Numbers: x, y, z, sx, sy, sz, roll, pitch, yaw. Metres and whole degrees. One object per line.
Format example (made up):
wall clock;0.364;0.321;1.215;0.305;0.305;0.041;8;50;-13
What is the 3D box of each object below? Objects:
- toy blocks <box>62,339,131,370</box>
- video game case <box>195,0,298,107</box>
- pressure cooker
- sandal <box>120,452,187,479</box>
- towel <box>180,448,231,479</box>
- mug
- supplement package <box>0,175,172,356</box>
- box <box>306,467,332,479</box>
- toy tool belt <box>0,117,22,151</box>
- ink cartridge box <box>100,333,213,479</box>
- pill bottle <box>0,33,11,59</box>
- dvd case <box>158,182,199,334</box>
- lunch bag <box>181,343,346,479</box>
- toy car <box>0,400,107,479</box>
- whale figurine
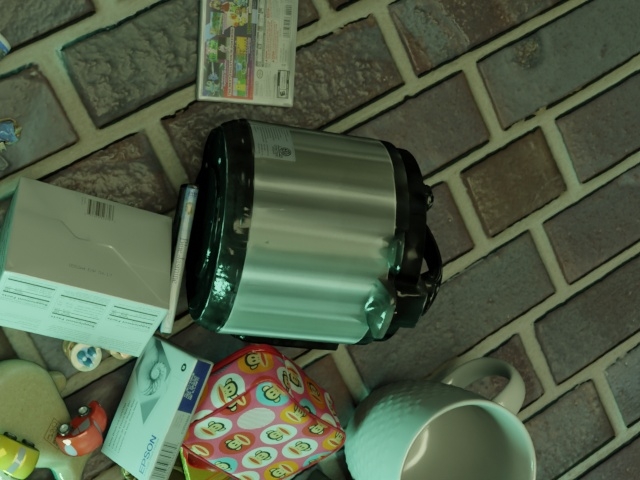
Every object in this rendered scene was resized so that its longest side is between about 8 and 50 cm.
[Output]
toy blocks;-0.367;0.186;1.756;0.123;0.148;0.054;-6;97;-21
video game case;-0.133;-0.348;1.876;0.183;0.023;0.201;2;95;-22
pressure cooker;0.002;-0.004;1.753;0.420;0.375;0.370;6;77;-17
sandal;-0.288;0.413;1.855;0.180;0.049;0.072;21;72;-40
towel;-0.213;0.401;1.887;0.102;0.021;0.237;-22;103;-50
mug;0.224;0.360;1.910;0.374;0.328;0.276;-44;108;-14
supplement package;-0.392;0.045;1.688;0.262;0.145;0.204;16;45;-23
box;0.047;0.566;1.827;0.143;0.381;0.191;43;79;-22
toy tool belt;-0.536;-0.172;1.712;0.083;0.051;0.052;-26;103;-18
ink cartridge box;-0.295;0.275;1.751;0.045;0.224;0.223;25;84;-39
pill bottle;-0.575;-0.289;1.673;0.078;0.078;0.137;43;79;-19
dvd case;-0.248;0.027;1.774;0.022;0.180;0.253;10;90;-11
lunch bag;-0.123;0.325;1.812;0.258;0.120;0.293;-32;136;11
toy car;-0.438;0.392;1.673;0.239;0.053;0.225;-12;115;-51
whale figurine;-0.499;0.315;1.736;0.272;0.141;0.216;50;47;-40
